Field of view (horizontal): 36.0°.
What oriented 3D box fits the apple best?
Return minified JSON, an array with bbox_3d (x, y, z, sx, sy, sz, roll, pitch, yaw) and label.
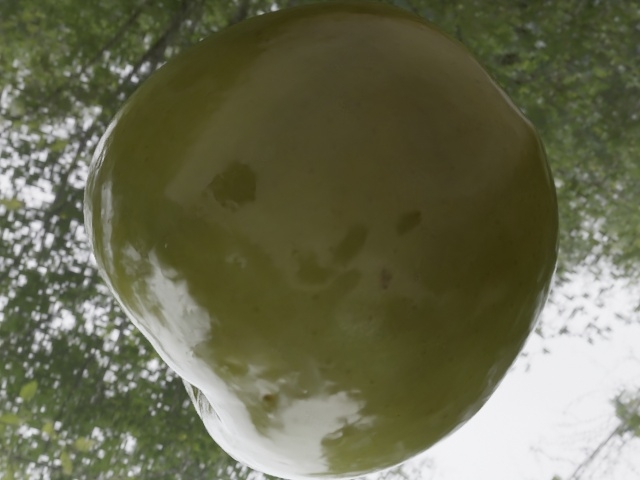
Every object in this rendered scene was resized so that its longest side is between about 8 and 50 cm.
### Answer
[{"bbox_3d":[0.000,0.000,0.559,0.262,0.262,0.262,19,-149,-12],"label":"apple"}]
